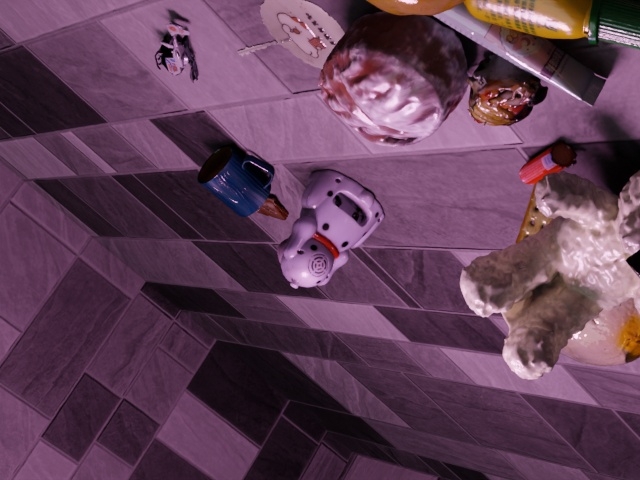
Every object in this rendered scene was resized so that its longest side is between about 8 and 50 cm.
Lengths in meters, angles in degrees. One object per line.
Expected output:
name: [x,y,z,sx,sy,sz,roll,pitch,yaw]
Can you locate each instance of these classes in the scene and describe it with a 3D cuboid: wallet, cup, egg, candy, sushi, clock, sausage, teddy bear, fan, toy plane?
wallet: [-0.164,-0.096,2.627,0.176,0.026,0.095,18,158,33]
cup: [-0.187,-0.135,2.451,0.138,0.113,0.150,41,159,-29]
egg: [0.495,0.124,1.974,0.337,0.201,0.337,28,157,13]
candy: [0.112,-0.254,1.706,0.214,0.157,0.289,40,158,-9]
sushi: [0.270,-0.227,1.620,0.097,0.103,0.226,-1,172,-10]
clock: [0.000,-0.002,2.304,0.189,0.254,0.189,30,164,10]
sausage: [0.377,-0.124,1.794,0.050,0.048,0.145,-4,167,-18]
teddy bear: [0.456,0.024,1.610,0.327,0.375,0.362,56,162,-3]
fan: [-0.066,-0.360,1.918,0.191,0.009,0.329,43,156,-29]
toy plane: [-0.289,-0.382,2.130,0.078,0.053,0.197,21,159,6]

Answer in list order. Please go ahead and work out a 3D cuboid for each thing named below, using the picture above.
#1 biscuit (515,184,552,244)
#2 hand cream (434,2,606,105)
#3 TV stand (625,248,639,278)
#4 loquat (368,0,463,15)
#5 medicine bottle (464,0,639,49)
biscuit: [0.463,-0.013,1.836,0.231,0.016,0.139,23,113,22]
hand cream: [0.259,-0.296,1.530,0.331,0.085,0.058,34,130,2]
TV stand: [0.551,-0.030,1.494,0.049,0.256,0.040,50,-166,-5]
loquat: [0.114,-0.395,1.287,0.244,0.244,0.244,27,159,11]
medicine bottle: [0.334,-0.303,1.399,0.309,0.076,0.111,22,160,24]
